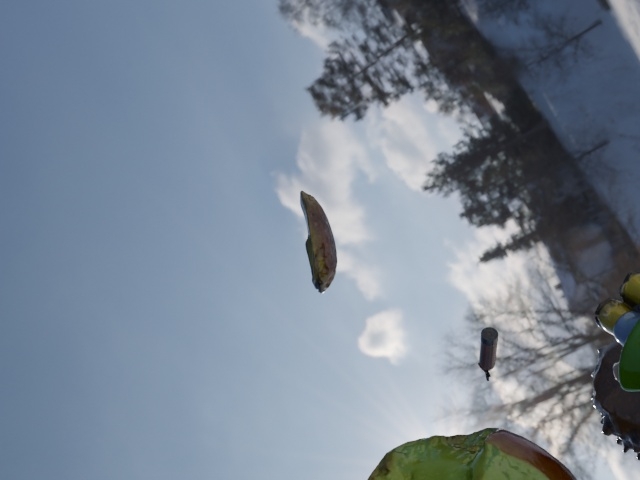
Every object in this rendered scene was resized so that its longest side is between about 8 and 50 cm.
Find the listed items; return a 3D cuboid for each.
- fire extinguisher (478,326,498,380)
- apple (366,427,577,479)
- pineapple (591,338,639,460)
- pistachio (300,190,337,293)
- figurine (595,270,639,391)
[{"bbox_3d":[0.214,0.146,1.014,0.083,0.022,0.028,83,-176,-45],"label":"fire extinguisher"},{"bbox_3d":[0.148,0.307,0.740,0.246,0.246,0.226,53,-158,-17],"label":"apple"},{"bbox_3d":[0.434,0.198,0.964,0.364,0.165,0.166,28,-140,-55],"label":"pineapple"},{"bbox_3d":[0.000,0.000,1.311,0.089,0.049,0.173,157,105,-82],"label":"pistachio"},{"bbox_3d":[0.350,0.116,0.687,0.143,0.162,0.263,47,-179,-35],"label":"figurine"}]
